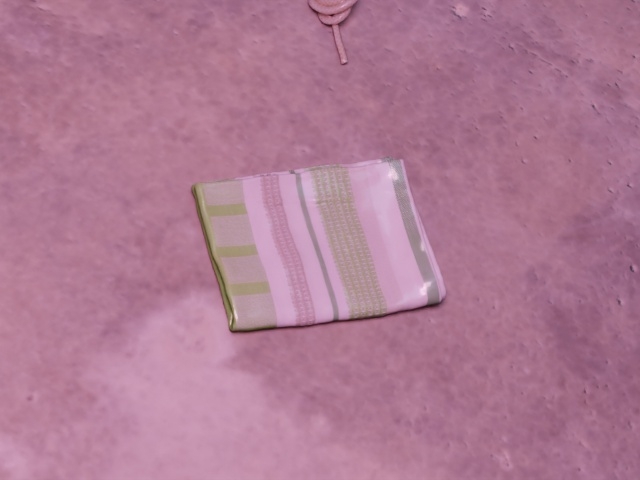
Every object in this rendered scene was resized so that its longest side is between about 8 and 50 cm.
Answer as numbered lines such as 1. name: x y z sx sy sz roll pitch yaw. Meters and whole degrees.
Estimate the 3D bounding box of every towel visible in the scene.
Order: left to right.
1. towel: 0.000 0.000 1.180 0.152 0.023 0.113 -7 63 -23

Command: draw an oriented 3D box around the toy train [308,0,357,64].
1. toy train: 0.029 -0.266 1.273 0.105 0.143 0.248 2 60 -18
